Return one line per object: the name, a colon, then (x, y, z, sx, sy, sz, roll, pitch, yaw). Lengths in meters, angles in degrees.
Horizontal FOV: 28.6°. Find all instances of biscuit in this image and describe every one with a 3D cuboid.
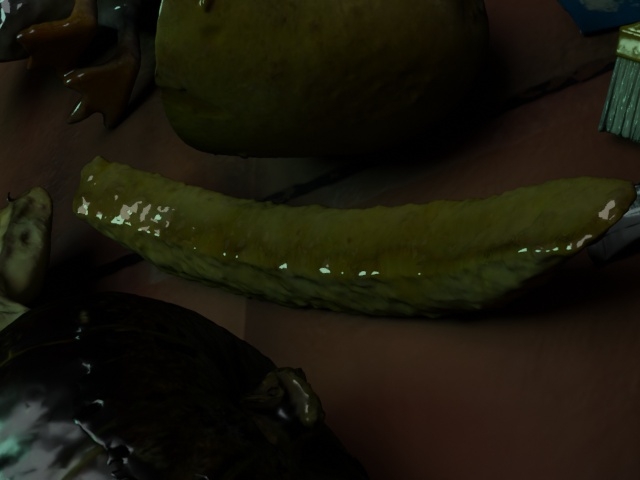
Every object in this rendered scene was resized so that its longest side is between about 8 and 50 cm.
biscuit: (-0.206, 0.075, 0.777, 0.299, 0.045, 0.154, -110, 42, -66)

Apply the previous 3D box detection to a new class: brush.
brush: (0.191, -0.140, 0.606, 0.083, 0.011, 0.205, 28, 117, 42)

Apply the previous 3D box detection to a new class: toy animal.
toy animal: (-0.188, -0.195, 0.972, 0.298, 0.122, 0.185, -39, 43, 10)

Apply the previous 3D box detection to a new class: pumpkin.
pumpkin: (-0.064, 0.119, 0.567, 0.159, 0.238, 0.238, -54, 42, 0)

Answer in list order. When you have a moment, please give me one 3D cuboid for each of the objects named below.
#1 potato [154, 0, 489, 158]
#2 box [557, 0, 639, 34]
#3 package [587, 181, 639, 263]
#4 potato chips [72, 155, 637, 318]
potato: (0.016, -0.119, 0.718, 0.158, 0.203, 0.178, 14, 76, 19)
box: (0.220, -0.202, 0.669, 0.194, 0.073, 0.139, -7, 57, 37)
package: (0.179, -0.020, 0.612, 0.110, 0.015, 0.037, -18, 80, 31)
potato chips: (0.000, 0.000, 0.712, 0.407, 0.080, 0.057, 5, 48, 44)
